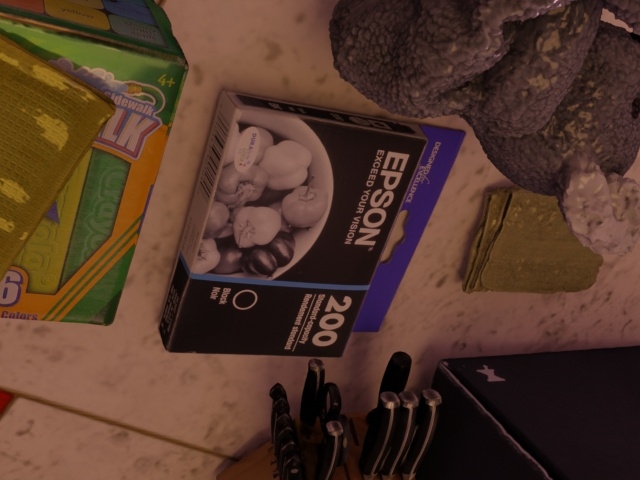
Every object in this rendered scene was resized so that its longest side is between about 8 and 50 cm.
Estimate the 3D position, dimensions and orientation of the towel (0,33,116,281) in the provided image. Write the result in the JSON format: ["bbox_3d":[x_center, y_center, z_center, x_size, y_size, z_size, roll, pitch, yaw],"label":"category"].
[{"bbox_3d":[-0.199,0.008,0.354,0.102,0.021,0.237,28,108,-36],"label":"towel"}]

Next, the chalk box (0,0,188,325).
[{"bbox_3d":[-0.156,-0.079,0.409,0.133,0.132,0.213,7,120,-27],"label":"chalk box"}]

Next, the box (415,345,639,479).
[{"bbox_3d":[0.322,0.375,0.783,0.480,0.297,0.471,1,112,-27],"label":"box"}]

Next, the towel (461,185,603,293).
[{"bbox_3d":[0.199,0.000,0.686,0.148,0.027,0.110,0,121,-22],"label":"towel"}]

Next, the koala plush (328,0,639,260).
[{"bbox_3d":[0.136,-0.107,0.495,0.203,0.196,0.221,-31,131,14],"label":"koala plush"}]

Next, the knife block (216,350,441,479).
[{"bbox_3d":[0.040,0.215,0.696,0.242,0.088,0.276,-34,132,16],"label":"knife block"}]

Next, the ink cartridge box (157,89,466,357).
[{"bbox_3d":[0.000,0.000,0.590,0.208,0.045,0.206,4,121,-28],"label":"ink cartridge box"}]
